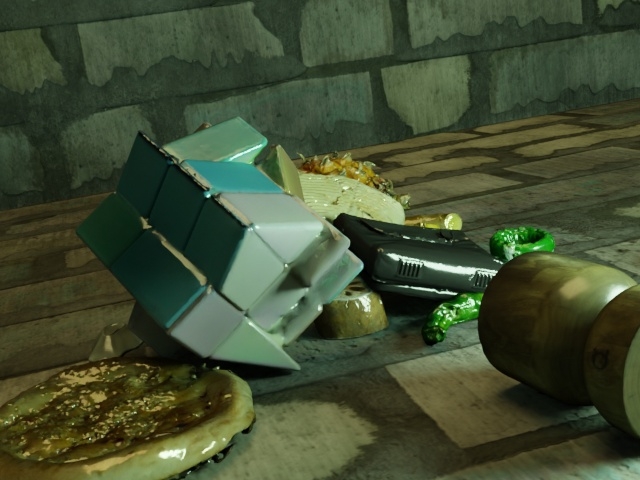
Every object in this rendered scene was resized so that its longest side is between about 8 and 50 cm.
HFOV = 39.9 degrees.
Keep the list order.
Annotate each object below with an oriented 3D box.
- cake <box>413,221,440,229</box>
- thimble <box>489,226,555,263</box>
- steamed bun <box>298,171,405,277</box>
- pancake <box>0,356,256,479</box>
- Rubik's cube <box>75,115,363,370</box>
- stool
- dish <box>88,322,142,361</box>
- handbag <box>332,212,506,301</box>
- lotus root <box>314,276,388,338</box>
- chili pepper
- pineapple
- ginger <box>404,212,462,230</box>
[{"bbox_3d":[0.220,0.030,1.810,0.079,0.116,0.185,-5,-19,-6],"label":"cake"},{"bbox_3d":[0.367,0.030,1.601,0.118,0.090,0.130,-1,15,24],"label":"thimble"},{"bbox_3d":[-0.003,-0.001,1.730,0.276,0.203,0.289,26,27,21],"label":"steamed bun"},{"bbox_3d":[-0.268,0.235,1.156,0.382,0.071,0.382,-5,13,1],"label":"pancake"},{"bbox_3d":[-0.144,0.021,1.362,0.358,0.368,0.387,-46,58,-3],"label":"Rubik's cube"},{"bbox_3d":[0.334,0.119,1.056,0.179,0.179,0.264,-14,14,-22],"label":"stool"},{"bbox_3d":[-0.365,0.172,1.548,0.091,0.039,0.137,-6,12,10],"label":"dish"},{"bbox_3d":[0.171,0.029,1.535,0.275,0.088,0.244,6,19,-19],"label":"handbag"},{"bbox_3d":[0.049,0.116,1.476,0.122,0.081,0.112,-13,21,-18],"label":"lotus root"},{"bbox_3d":[0.205,0.122,1.396,0.073,0.050,0.182,10,24,36],"label":"chili pepper"},{"bbox_3d":[0.074,-0.145,2.103,0.286,0.209,0.344,-15,0,34],"label":"pineapple"},{"bbox_3d":[0.170,-0.021,1.989,0.299,0.065,0.118,-5,6,9],"label":"ginger"}]
